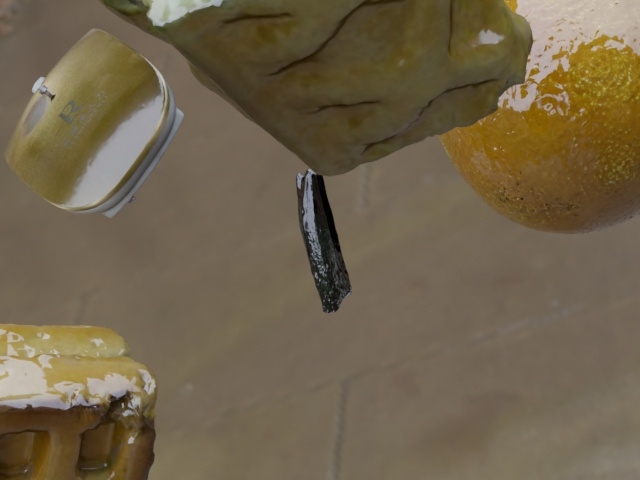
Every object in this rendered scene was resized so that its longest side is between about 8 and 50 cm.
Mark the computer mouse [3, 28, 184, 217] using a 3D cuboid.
[{"bbox_3d":[-0.143,-0.074,1.142,0.102,0.045,0.199,-54,28,1],"label":"computer mouse"}]

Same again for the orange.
[{"bbox_3d":[0.241,-0.136,1.842,0.274,0.274,0.274,-20,26,10],"label":"orange"}]

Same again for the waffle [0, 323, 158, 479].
[{"bbox_3d":[-0.226,0.204,1.100,0.224,0.327,0.098,2,28,-23],"label":"waffle"}]

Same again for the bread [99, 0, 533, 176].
[{"bbox_3d":[-0.012,-0.173,1.233,0.239,0.252,0.196,-19,61,14],"label":"bread"}]

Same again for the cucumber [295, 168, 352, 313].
[{"bbox_3d":[-0.001,0.000,1.769,0.033,0.134,0.034,-10,12,36],"label":"cucumber"}]
